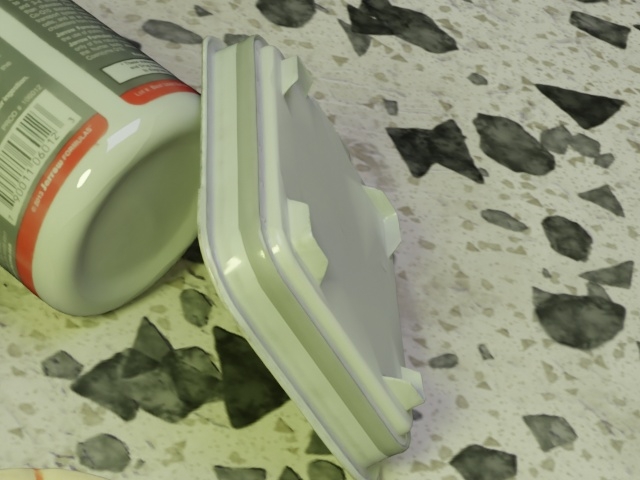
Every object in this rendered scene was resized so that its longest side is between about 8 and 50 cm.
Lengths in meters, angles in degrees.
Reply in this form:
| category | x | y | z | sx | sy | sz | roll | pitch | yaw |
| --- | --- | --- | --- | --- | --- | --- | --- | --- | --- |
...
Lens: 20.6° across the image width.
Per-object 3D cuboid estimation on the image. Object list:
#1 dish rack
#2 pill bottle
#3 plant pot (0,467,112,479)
| category | x | y | z | sx | sy | sz | roll | pitch | yaw |
| --- | --- | --- | --- | --- | --- | --- | --- | --- | --- |
| dish rack | 0.000 | 0.000 | 1.400 | 0.072 | 0.285 | 0.333 | -24 | 36 | 15 |
| pill bottle | -0.269 | -0.117 | 1.466 | 0.363 | 0.210 | 0.210 | 37 | 41 | 22 |
| plant pot | -0.169 | 0.279 | 0.990 | 0.274 | 0.243 | 0.275 | 12 | 38 | -10 |
